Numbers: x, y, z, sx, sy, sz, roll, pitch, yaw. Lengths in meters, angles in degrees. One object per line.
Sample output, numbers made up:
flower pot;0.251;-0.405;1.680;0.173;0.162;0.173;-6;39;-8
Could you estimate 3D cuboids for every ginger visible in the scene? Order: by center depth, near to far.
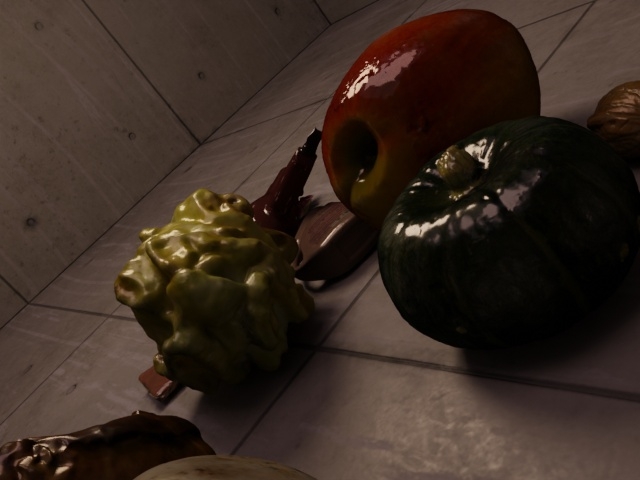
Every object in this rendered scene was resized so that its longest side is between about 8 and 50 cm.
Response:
ginger;-0.218;0.276;0.782;0.172;0.321;0.165;3;75;34

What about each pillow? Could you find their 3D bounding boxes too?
pillow;-0.238;0.197;1.298;0.232;0.043;0.126;-47;23;-21

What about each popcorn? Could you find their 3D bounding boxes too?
popcorn;-0.158;0.087;1.081;0.312;0.312;0.312;-32;22;15

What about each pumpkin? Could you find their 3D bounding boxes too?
pumpkin;0.204;-0.017;0.791;0.300;0.207;0.300;-32;20;13

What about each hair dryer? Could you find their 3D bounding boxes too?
hair dryer;-0.054;-0.121;1.382;0.340;0.123;0.312;-58;9;43

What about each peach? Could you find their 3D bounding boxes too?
peach;0.176;-0.180;1.064;0.290;0.372;0.372;25;61;34

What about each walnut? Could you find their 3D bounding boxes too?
walnut;0.407;-0.156;0.912;0.105;0.105;0.124;-40;10;-5

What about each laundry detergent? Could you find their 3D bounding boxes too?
laundry detergent;0.000;0.000;1.271;0.171;0.076;0.237;-45;20;-14

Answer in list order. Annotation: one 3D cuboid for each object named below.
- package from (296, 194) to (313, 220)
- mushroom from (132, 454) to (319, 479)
package;-0.047;-0.067;1.553;0.059;0.029;0.083;-12;41;55
mushroom;-0.084;0.314;0.626;0.244;0.243;0.243;-32;22;15
